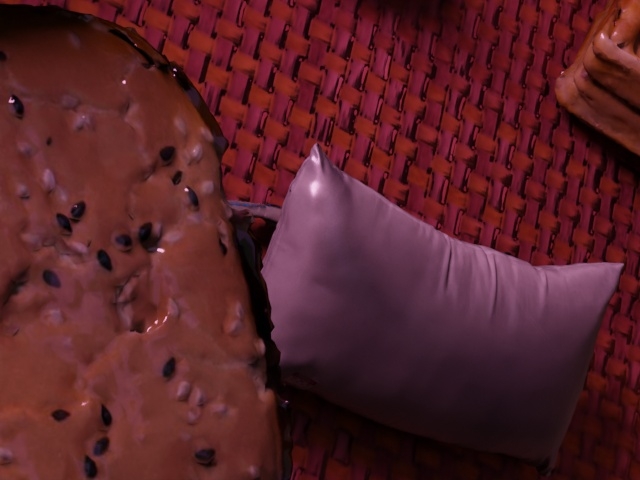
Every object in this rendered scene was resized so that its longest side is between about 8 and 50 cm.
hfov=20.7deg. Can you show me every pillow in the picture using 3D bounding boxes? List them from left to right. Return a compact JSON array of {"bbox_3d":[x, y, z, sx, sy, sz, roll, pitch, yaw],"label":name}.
[{"bbox_3d":[0.070,0.047,1.051,0.254,0.078,0.144,20,90,-29],"label":"pillow"}]

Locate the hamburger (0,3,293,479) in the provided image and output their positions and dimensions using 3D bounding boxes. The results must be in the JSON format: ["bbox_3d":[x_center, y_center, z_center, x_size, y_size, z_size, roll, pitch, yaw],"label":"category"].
[{"bbox_3d":[-0.181,0.059,0.812,0.277,0.195,0.318,-10,85,-39],"label":"hamburger"}]

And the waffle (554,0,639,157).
[{"bbox_3d":[0.321,-0.162,1.250,0.213,0.091,0.308,34,58,-1],"label":"waffle"}]

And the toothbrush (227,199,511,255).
[{"bbox_3d":[0.001,-0.006,1.059,0.294,0.026,0.028,5,93,-34],"label":"toothbrush"}]
